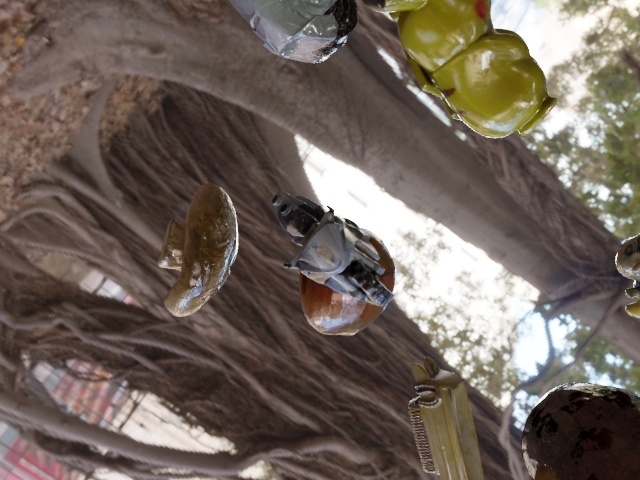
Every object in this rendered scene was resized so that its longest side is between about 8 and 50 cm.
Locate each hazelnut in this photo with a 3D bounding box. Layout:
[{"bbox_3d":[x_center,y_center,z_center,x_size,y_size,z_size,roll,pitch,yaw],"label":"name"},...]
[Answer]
[{"bbox_3d":[0.059,0.078,1.364,0.186,0.210,0.210,-29,-161,30],"label":"hazelnut"}]

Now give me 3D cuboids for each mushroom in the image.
[{"bbox_3d":[-0.247,0.029,1.459,0.151,0.156,0.285,-129,-126,-79],"label":"mushroom"}]

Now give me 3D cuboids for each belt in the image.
[{"bbox_3d":[-0.059,-0.445,1.236,0.184,0.289,0.164,-39,-174,-15],"label":"belt"}]

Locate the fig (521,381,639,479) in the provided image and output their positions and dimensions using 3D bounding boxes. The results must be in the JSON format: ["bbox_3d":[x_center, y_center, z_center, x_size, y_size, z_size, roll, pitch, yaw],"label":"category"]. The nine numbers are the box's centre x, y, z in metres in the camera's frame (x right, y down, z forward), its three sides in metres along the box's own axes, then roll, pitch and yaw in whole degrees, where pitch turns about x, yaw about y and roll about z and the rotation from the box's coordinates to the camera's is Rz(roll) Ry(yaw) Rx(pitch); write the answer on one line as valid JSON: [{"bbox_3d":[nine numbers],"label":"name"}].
[{"bbox_3d":[0.350,0.272,0.844,0.214,0.235,0.235,-37,-167,23],"label":"fig"}]

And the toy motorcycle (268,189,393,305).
[{"bbox_3d":[0.000,0.000,1.066,0.106,0.159,0.270,-52,-136,6],"label":"toy motorcycle"}]

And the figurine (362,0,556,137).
[{"bbox_3d":[0.222,-0.302,1.139,0.169,0.327,0.218,-37,-171,17],"label":"figurine"}]

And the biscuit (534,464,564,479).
[{"bbox_3d":[0.218,0.266,0.697,0.092,0.082,0.016,-45,146,24],"label":"biscuit"}]

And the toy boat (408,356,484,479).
[{"bbox_3d":[0.234,0.376,1.379,0.115,0.310,0.089,-10,-174,36],"label":"toy boat"}]

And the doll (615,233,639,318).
[{"bbox_3d":[0.470,0.041,1.041,0.102,0.089,0.179,-52,154,-31],"label":"doll"}]
